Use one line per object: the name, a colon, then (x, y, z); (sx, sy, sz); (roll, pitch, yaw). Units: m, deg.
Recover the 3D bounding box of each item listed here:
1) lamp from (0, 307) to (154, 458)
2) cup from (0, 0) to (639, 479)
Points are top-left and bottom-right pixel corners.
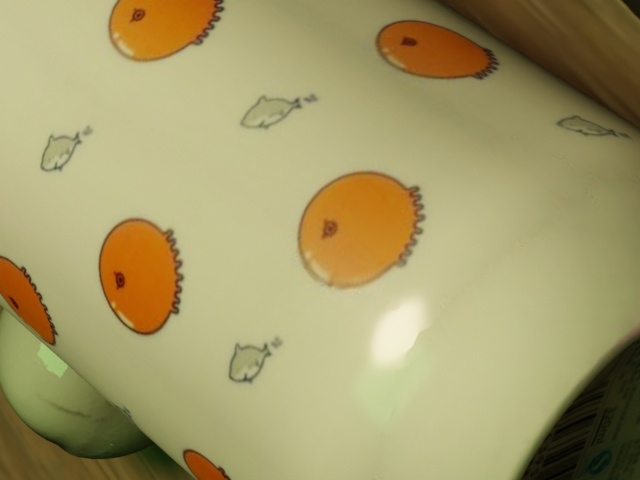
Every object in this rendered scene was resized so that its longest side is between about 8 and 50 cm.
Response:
lamp: (-0.110, 0.056, 0.861); (0.105, 0.105, 0.105); (2, 92, 43)
cup: (0.000, 0.000, 0.683); (0.317, 0.212, 0.212); (38, 116, 35)
